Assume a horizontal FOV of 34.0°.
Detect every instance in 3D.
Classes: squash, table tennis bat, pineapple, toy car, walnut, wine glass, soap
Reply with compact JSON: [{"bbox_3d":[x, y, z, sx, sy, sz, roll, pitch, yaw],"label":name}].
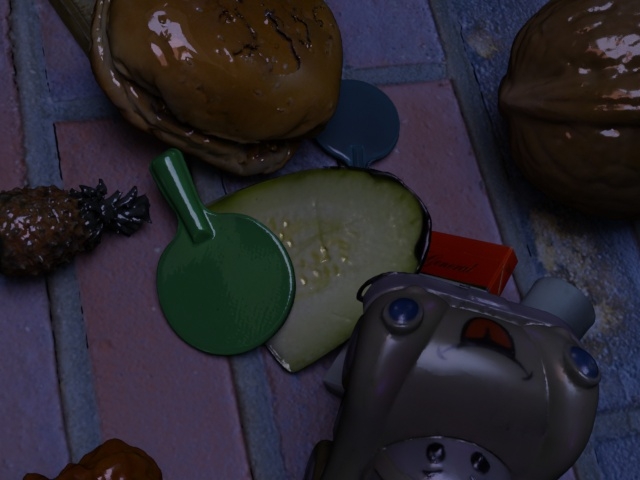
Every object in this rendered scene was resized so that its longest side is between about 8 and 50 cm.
[{"bbox_3d":[0.000,0.000,1.223,0.204,0.155,0.236,-24,75,-23],"label":"squash"},{"bbox_3d":[0.046,-0.125,1.358,0.124,0.033,0.201,1,63,-11],"label":"table tennis bat"},{"bbox_3d":[-0.285,-0.019,1.198,0.198,0.108,0.108,-13,69,-33],"label":"pineapple"},{"bbox_3d":[0.113,0.230,1.026,0.242,0.336,0.226,17,21,-5],"label":"toy car"},{"bbox_3d":[0.382,-0.179,1.324,0.333,0.333,0.332,5,65,-11],"label":"walnut"},{"bbox_3d":[-0.130,0.010,1.223,0.160,0.039,0.257,-27,83,-1],"label":"table tennis bat"},{"bbox_3d":[0.229,0.149,1.234,0.103,0.103,0.231,41,62,7],"label":"wine glass"},{"bbox_3d":[-0.321,-0.348,1.372,0.092,0.037,0.252,-29,75,-25],"label":"soap"}]

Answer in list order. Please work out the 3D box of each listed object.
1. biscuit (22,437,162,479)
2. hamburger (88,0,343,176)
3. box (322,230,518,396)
[{"bbox_3d":[-0.267,0.372,1.011,0.312,0.110,0.318,-15,70,-21],"label":"biscuit"},{"bbox_3d":[-0.125,-0.244,1.284,0.305,0.174,0.284,22,51,-26],"label":"hamburger"},{"bbox_3d":[0.120,0.093,1.232,0.139,0.035,0.245,12,54,35],"label":"box"}]
